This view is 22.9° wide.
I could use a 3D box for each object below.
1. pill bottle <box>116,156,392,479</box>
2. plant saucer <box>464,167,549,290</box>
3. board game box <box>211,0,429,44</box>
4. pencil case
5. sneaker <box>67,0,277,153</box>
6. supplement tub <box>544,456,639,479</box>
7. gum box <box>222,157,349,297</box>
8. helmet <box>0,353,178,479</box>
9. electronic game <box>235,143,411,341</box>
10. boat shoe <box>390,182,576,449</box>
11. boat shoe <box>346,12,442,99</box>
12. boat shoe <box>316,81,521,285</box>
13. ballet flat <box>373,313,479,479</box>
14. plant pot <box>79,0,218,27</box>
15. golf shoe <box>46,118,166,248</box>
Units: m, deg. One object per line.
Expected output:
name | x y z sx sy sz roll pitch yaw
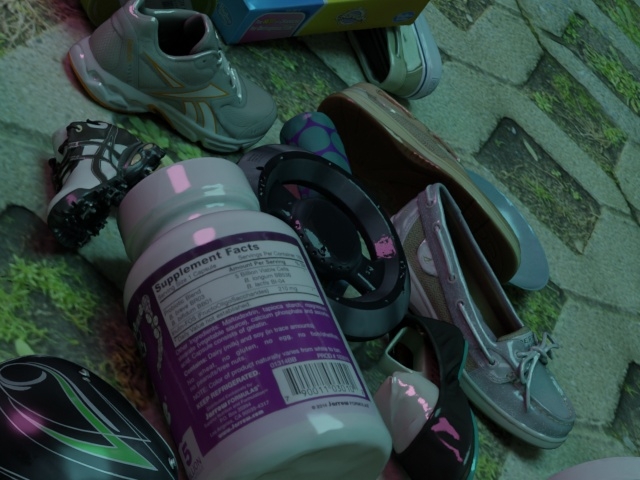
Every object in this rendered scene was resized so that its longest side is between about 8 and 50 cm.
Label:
pill bottle | -0.070 0.083 1.348 0.169 0.169 0.302 12 44 -48
plant saucer | 0.206 -0.007 1.982 0.195 0.037 0.195 34 30 -23
board game box | -0.039 -0.368 1.982 0.316 0.064 0.242 -13 64 -42
pencil case | -0.001 -0.068 1.735 0.064 0.070 0.152 22 38 -35
sneaker | -0.125 -0.175 1.643 0.262 0.121 0.099 15 43 -46
supplement tub | 0.284 0.380 1.388 0.241 0.241 0.331 33 31 -26
gum box | -0.064 0.020 1.568 0.184 0.041 0.157 45 28 -8
helmet | -0.182 0.175 1.084 0.161 0.169 0.169 43 24 26
electronic game | 0.000 0.000 1.584 0.229 0.048 0.229 27 41 -27
boat shoe | 0.184 0.087 1.762 0.118 0.103 0.320 -8 60 -57
boat shoe | 0.071 -0.325 2.125 0.094 0.109 0.302 6 51 -48
boat shoe | 0.129 -0.074 1.864 0.302 0.109 0.098 43 39 9
ballet flat | 0.096 0.159 1.577 0.096 0.095 0.280 30 21 -11
plant pot | -0.192 -0.375 1.693 0.274 0.274 0.294 16 57 -44
golf shoe | -0.218 -0.057 1.432 0.094 0.077 0.198 36 22 1
